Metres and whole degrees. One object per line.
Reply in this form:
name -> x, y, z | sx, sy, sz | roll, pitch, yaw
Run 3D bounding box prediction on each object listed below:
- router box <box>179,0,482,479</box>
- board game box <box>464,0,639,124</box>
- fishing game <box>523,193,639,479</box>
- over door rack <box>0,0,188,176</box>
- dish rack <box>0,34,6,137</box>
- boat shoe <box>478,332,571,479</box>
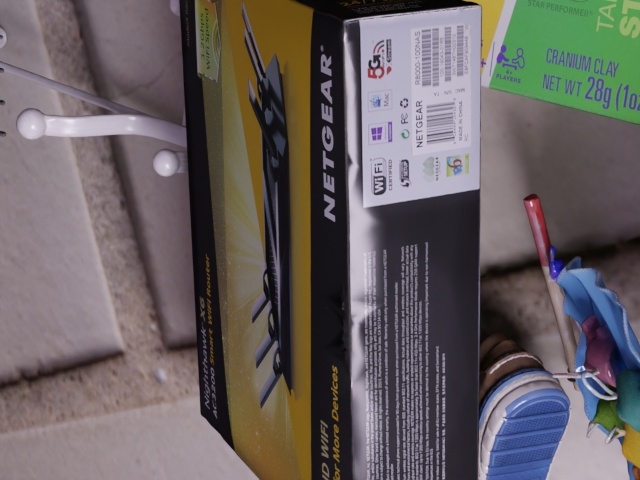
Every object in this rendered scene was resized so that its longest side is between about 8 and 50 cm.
router box -> 0.000, 0.000, 0.902 | 0.243, 0.081, 0.309 | -146, 50, -61
board game box -> 0.152, -0.224, 0.781 | 0.242, 0.064, 0.317 | 19, 112, 42
fishing game -> 0.146, 0.099, 0.757 | 0.264, 0.041, 0.189 | -112, 1, -56
over door rack -> -0.184, -0.202, 1.104 | 0.324, 0.108, 0.240 | 27, 117, 40
dish rack -> -0.279, -0.137, 1.123 | 0.208, 0.074, 0.272 | 23, 114, 58
boat shoe -> 0.096, 0.131, 0.924 | 0.066, 0.066, 0.183 | -115, 34, -44
